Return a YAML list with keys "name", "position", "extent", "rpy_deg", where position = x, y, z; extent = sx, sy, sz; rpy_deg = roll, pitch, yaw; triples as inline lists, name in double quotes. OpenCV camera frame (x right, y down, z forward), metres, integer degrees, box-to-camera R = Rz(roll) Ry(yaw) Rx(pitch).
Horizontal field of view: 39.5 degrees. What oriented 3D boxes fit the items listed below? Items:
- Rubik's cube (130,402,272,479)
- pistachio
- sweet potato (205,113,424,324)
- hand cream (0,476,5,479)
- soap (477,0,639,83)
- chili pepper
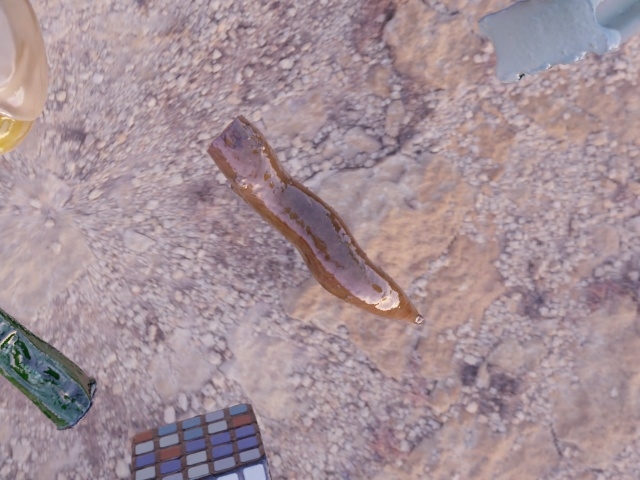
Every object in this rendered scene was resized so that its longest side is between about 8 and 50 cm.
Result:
- name: "Rubik's cube"
  position: [-0.151, 0.359, 1.224]
  extent: [0.182, 0.184, 0.187]
  rpy_deg: [-15, 106, -7]
- name: "pistachio"
  position: [-0.260, -0.153, 0.656]
  extent: [0.117, 0.200, 0.145]
  rpy_deg: [-49, 151, 21]
- name: "sweet potato"
  position: [0.000, 0.000, 0.858]
  extent: [0.059, 0.067, 0.281]
  rpy_deg: [-44, 101, -5]
- name: "hand cream"
  position: [-0.496, 0.289, 1.181]
  extent: [0.204, 0.078, 0.050]
  rpy_deg: [24, 83, 28]
- name: "soap"
  position: [0.234, -0.205, 0.780]
  extent: [0.198, 0.114, 0.063]
  rpy_deg: [-36, 108, -46]
- name: "chili pepper"
  position: [-0.358, 0.124, 1.055]
  extent: [0.059, 0.088, 0.227]
  rpy_deg: [-32, 114, 13]
